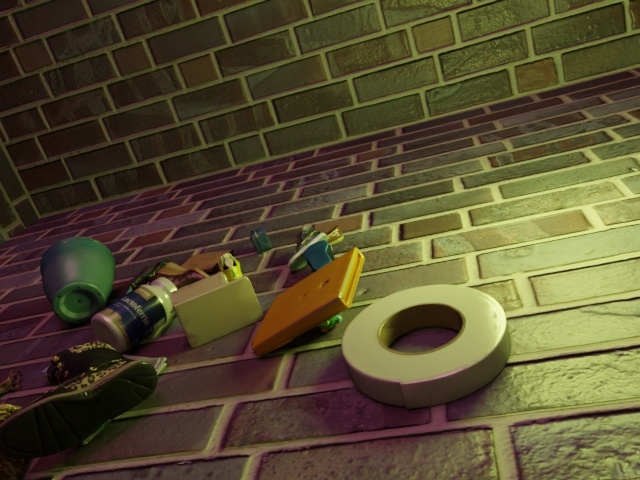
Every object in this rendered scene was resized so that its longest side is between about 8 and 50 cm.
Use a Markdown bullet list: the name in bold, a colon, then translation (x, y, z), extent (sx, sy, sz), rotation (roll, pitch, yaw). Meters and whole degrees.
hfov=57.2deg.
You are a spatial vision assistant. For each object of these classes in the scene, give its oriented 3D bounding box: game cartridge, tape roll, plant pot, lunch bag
- **game cartridge**: translation (-0.034, 0.172, 1.627), extent (0.324, 0.052, 0.285), rotation (-34, 14, 26)
- **tape roll**: translation (0.240, 0.231, 1.369), extent (0.392, 0.072, 0.392), rotation (-14, 22, 6)
- **plant pot**: translation (-0.907, 0.166, 2.197), extent (0.272, 0.271, 0.255), rotation (-21, 36, -9)
- **lunch bag**: translation (-0.236, -0.003, 2.272), extent (0.065, 0.098, 0.067), rotation (-24, 27, -7)

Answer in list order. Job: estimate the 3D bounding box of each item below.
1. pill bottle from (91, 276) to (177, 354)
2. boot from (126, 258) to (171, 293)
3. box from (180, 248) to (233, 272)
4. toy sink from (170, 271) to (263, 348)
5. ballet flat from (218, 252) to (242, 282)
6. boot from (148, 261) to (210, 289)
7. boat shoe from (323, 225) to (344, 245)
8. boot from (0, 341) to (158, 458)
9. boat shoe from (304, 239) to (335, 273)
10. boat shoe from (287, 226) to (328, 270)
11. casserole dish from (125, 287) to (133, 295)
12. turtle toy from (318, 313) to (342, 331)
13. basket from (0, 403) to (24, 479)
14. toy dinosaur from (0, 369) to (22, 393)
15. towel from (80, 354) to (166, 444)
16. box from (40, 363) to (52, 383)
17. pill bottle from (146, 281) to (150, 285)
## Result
- **pill bottle**: translation (-0.585, 0.237, 1.891), extent (0.153, 0.153, 0.265), rotation (1, 29, 40)
- **boot**: translation (-0.691, 0.167, 2.278), extent (0.161, 0.083, 0.246), rotation (-18, 18, 35)
- **box**: translation (-0.465, 0.089, 2.325), extent (0.201, 0.021, 0.164), rotation (-9, 23, 26)
- **toy sink**: translation (-0.315, 0.195, 1.785), extent (0.234, 0.152, 0.131), rotation (-23, 22, -10)
- **ballet flat**: translation (-0.335, 0.089, 2.155), extent (0.077, 0.077, 0.231), rotation (-25, 22, -11)
- **boot**: translation (-0.512, 0.188, 2.077), extent (0.248, 0.090, 0.207), rotation (15, 55, 27)
- **boat shoe**: translation (0.000, 0.000, 2.134), extent (0.178, 0.060, 0.064), rotation (-26, 23, -19)
- **boot**: translation (-0.638, 0.385, 1.492), extent (0.377, 0.138, 0.284), rotation (-27, 23, -32)
- **boat shoe**: translation (0.002, 0.080, 1.912), extent (0.109, 0.089, 0.258), rotation (-25, 21, 8)
- **boat shoe**: translation (-0.063, 0.028, 2.058), extent (0.183, 0.065, 0.083), rotation (-41, 50, -22)
- **casserole dish**: translation (-0.698, 0.243, 2.062), extent (0.114, 0.037, 0.188), rotation (-51, 15, 19)
- **turtle toy**: translation (0.022, 0.203, 1.618), extent (0.095, 0.066, 0.130), rotation (-35, 16, 13)
- **basket**: translation (-0.877, 0.478, 1.410), extent (0.299, 0.213, 0.223), rotation (-17, 34, 3)
- **toy dinosaur**: translation (-0.983, 0.458, 1.828), extent (0.093, 0.053, 0.183), rotation (-29, 11, 13)
- **towel**: translation (-0.607, 0.423, 1.618), extent (0.248, 0.038, 0.325), rotation (-4, 26, 33)
- **box**: translation (-0.755, 0.395, 1.789), extent (0.178, 0.042, 0.109), rotation (-3, 25, 34)
- **pill bottle**: translation (-0.604, 0.172, 2.182), extent (0.065, 0.065, 0.116), rotation (7, 33, 46)
